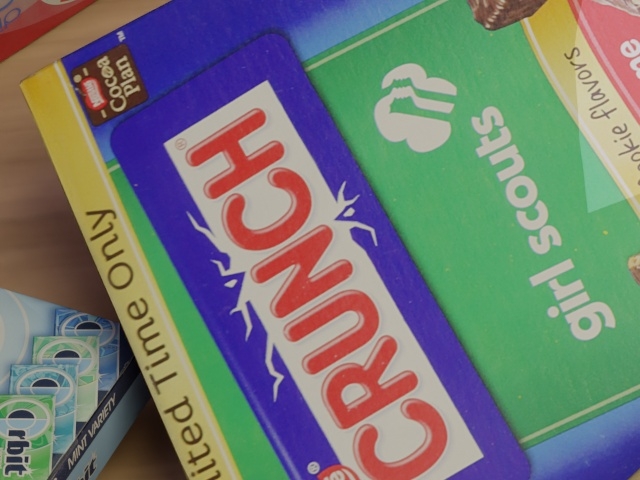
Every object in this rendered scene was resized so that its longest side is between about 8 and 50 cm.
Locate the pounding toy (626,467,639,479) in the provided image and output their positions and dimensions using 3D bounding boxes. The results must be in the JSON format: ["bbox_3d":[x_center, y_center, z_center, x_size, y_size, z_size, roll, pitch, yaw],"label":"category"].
[{"bbox_3d":[0.152,0.131,0.583,0.181,0.094,0.206,6,69,-4],"label":"pounding toy"}]

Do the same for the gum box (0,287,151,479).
[{"bbox_3d":[-0.184,0.073,0.711,0.184,0.041,0.157,14,39,15],"label":"gum box"}]

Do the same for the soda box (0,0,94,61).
[{"bbox_3d":[-0.180,-0.147,0.883,0.263,0.092,0.083,-38,69,-21],"label":"soda box"}]

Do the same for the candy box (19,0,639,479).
[{"bbox_3d":[0.077,-0.012,0.700,0.317,0.122,0.268,-27,81,9],"label":"candy box"}]
